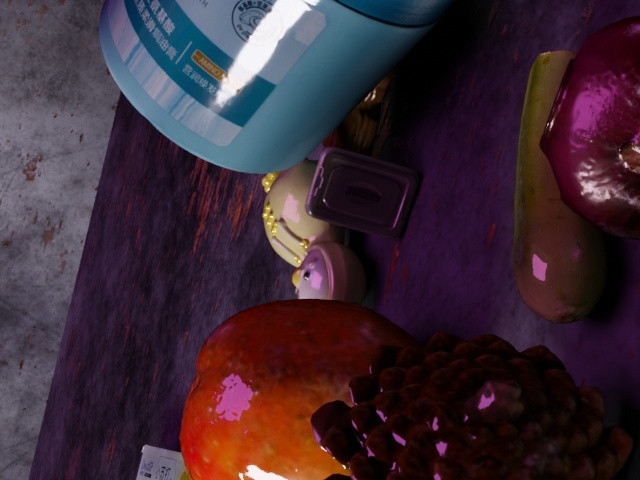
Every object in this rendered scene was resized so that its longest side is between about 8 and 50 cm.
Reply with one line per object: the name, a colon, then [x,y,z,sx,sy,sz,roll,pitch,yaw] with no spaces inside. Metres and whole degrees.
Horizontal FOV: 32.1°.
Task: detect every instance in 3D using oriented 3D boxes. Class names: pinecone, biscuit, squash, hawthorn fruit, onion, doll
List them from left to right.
doll: [-0.011,-0.001,1.421,0.296,0.117,0.141,-102,30,-45]
hawthorn fruit: [-0.008,0.190,1.151,0.284,0.284,0.284,-168,90,-67]
biscuit: [0.038,-0.237,1.528,0.208,0.041,0.290,129,146,-48]
pinecone: [0.117,0.216,0.871,0.264,0.264,0.264,-168,90,-67]
squash: [0.212,-0.045,0.983,0.083,0.083,0.250,-36,43,58]
onion: [0.233,-0.095,0.856,0.198,0.136,0.173,-104,28,-76]

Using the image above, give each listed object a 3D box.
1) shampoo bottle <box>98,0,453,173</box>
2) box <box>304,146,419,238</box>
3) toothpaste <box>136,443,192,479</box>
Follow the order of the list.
shampoo bottle: [-0.048,-0.301,1.325,0.343,0.331,0.331,-45,38,38]
box: [0.046,-0.062,1.325,0.062,0.122,0.089,-108,35,-72]
toothpaste: [-0.223,0.383,1.792,0.313,0.071,0.089,-15,61,65]
